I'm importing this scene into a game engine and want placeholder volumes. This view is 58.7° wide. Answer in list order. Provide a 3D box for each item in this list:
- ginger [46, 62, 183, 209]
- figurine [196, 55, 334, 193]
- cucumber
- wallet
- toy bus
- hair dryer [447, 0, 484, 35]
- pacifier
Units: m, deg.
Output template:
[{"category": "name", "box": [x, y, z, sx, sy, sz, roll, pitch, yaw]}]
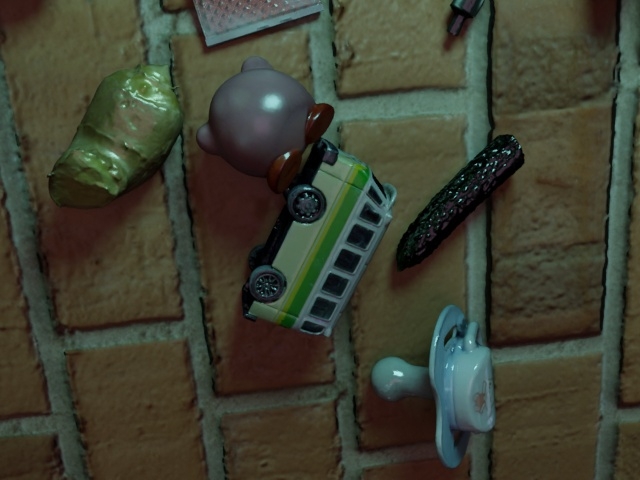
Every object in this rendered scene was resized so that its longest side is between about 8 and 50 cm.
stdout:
[{"category": "ginger", "box": [-0.307, -0.153, 0.880, 0.138, 0.152, 0.267, 32, 80, -14]}, {"category": "figurine", "box": [-0.091, -0.182, 0.880, 0.173, 0.173, 0.173, -1, 104, -5]}, {"category": "cucumber", "box": [0.231, -0.060, 0.990, 0.072, 0.072, 0.300, 43, 97, -14]}, {"category": "wallet", "box": [-0.103, -0.386, 0.901, 0.196, 0.020, 0.103, -18, 106, 0]}, {"category": "toy bus", "box": [0.000, 0.000, 0.947, 0.179, 0.143, 0.305, 24, 100, -13]}, {"category": "hair dryer", "box": [0.346, -0.456, 0.908, 0.320, 0.156, 0.284, 20, 122, 3]}, {"category": "pacifier", "box": [0.200, 0.250, 1.030, 0.225, 0.238, 0.287, 1, 108, 27]}]
